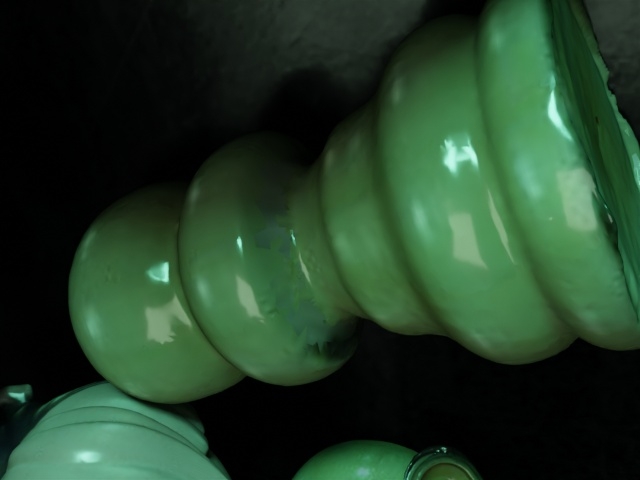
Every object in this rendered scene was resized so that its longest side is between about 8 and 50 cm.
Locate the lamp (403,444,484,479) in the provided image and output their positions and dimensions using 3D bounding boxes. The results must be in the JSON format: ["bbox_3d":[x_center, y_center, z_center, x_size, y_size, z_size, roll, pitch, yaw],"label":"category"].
[{"bbox_3d":[0.203,0.146,0.533,0.203,0.124,0.283,46,119,2],"label":"lamp"}]

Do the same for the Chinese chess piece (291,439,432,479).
[{"bbox_3d":[0.040,0.213,0.634,0.144,0.058,0.144,7,118,13],"label":"Chinese chess piece"}]

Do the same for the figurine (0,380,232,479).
[{"bbox_3d":[-0.098,0.258,0.555,0.253,0.211,0.361,-18,112,29],"label":"figurine"}]

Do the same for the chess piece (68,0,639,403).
[{"bbox_3d":[0.000,0.000,0.473,0.330,0.182,0.182,-18,112,28],"label":"chess piece"}]
